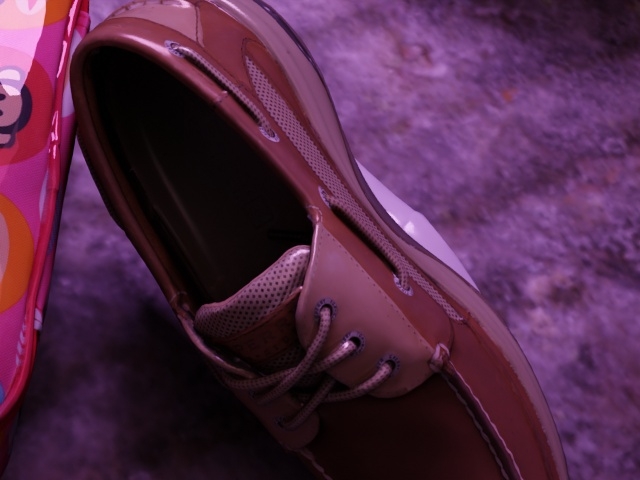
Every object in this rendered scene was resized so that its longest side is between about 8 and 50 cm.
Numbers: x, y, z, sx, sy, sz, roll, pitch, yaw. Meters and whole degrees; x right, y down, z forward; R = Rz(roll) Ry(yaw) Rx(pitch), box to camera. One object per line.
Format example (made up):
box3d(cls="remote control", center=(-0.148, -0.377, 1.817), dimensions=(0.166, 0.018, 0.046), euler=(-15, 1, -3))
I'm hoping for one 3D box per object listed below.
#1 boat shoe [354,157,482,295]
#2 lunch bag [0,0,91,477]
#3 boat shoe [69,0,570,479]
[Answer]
box3d(cls="boat shoe", center=(0.000, 0.000, 0.830), dimensions=(0.076, 0.083, 0.226), euler=(-35, 66, -14))
box3d(cls="lunch bag", center=(-0.246, -0.033, 0.738), dimensions=(0.258, 0.120, 0.293), euler=(9, 61, -9))
box3d(cls="boat shoe", center=(-0.013, 0.031, 0.731), dimensions=(0.324, 0.122, 0.120), euler=(54, 25, 5))
